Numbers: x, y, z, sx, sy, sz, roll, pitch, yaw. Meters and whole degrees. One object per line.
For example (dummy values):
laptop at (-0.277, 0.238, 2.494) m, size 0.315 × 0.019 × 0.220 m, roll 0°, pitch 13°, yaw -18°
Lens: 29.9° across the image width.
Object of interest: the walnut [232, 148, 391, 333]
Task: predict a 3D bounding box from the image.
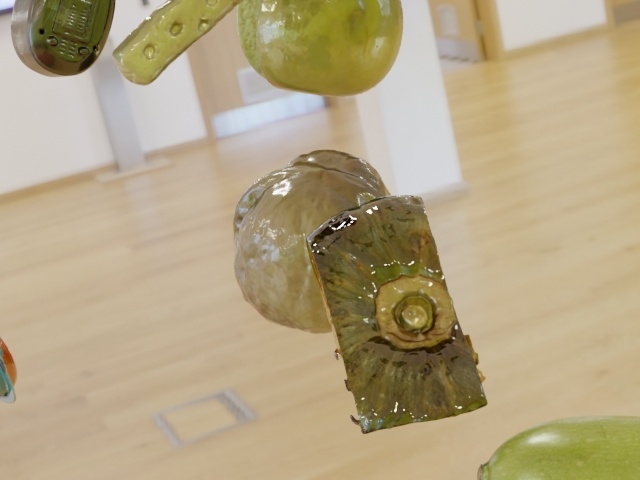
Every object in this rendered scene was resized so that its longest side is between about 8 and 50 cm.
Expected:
walnut at (-0.002, -0.001, 1.610) m, size 0.248 × 0.248 × 0.248 m, roll -12°, pitch 15°, yaw 3°

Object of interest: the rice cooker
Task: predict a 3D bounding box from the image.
rice cooker at (-0.317, -0.283, 1.486) m, size 0.112 × 0.165 × 0.106 m, roll 13°, pitch 6°, yaw -33°

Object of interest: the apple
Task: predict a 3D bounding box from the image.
apple at (-0.003, -0.373, 1.995) m, size 0.292 × 0.254 × 0.292 m, roll 8°, pitch 15°, yaw -2°

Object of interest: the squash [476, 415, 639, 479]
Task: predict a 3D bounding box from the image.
squash at (0.253, 0.208, 0.992) m, size 0.247 × 0.132 × 0.132 m, roll -1°, pitch 19°, yaw 26°

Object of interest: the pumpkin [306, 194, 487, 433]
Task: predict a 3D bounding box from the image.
pumpkin at (0.076, 0.094, 1.220) m, size 0.139 × 0.190 × 0.280 m, roll -13°, pitch 57°, yaw 0°

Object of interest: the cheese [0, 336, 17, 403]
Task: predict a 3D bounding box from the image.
cheese at (-0.307, 0.097, 1.020) m, size 0.037 × 0.106 × 0.256 m, roll -35°, pitch 8°, yaw -27°

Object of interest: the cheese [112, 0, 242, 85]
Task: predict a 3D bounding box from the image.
cheese at (-0.174, -0.270, 1.486) m, size 0.194 × 0.065 × 0.043 m, roll -44°, pitch 20°, yaw -8°
